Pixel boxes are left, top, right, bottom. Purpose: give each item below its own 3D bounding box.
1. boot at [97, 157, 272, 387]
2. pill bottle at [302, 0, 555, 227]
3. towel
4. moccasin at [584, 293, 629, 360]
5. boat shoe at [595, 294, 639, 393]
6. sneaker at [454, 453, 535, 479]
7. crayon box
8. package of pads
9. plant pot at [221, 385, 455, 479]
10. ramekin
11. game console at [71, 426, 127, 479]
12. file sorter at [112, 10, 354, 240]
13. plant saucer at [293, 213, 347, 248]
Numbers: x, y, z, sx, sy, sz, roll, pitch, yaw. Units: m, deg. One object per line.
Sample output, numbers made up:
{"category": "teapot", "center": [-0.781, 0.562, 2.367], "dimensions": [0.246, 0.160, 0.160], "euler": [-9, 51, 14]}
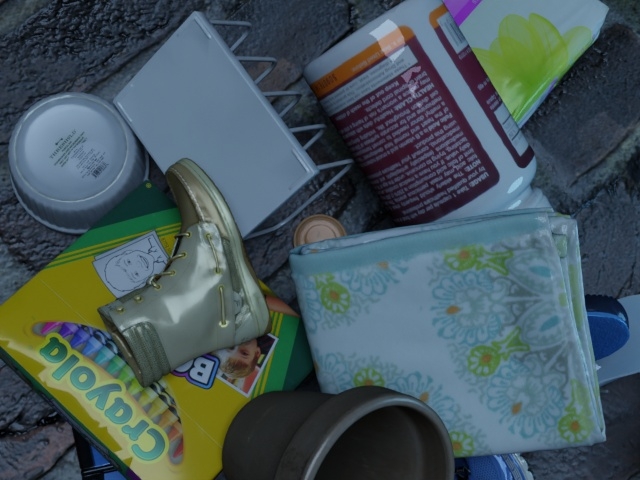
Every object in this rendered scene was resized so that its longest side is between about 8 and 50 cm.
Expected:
{"category": "boot", "center": [-0.201, 0.040, 1.292], "dimensions": [0.203, 0.095, 0.262], "euler": [-24, 94, -20]}
{"category": "pill bottle", "center": [0.166, -0.137, 1.410], "dimensions": [0.224, 0.224, 0.392], "euler": [-34, 98, -12]}
{"category": "towel", "center": [0.165, 0.133, 1.284], "dimensions": [0.375, 0.090, 0.320], "euler": [-9, 103, 19]}
{"category": "moccasin", "center": [0.253, 0.112, 1.381], "dimensions": [0.342, 0.137, 0.116], "euler": [-8, 40, 20]}
{"category": "boat shoe", "center": [0.381, 0.183, 1.450], "dimensions": [0.306, 0.105, 0.113], "euler": [-37, 87, -6]}
{"category": "sneaker", "center": [0.232, 0.385, 1.375], "dimensions": [0.147, 0.130, 0.330], "euler": [-23, 80, -13]}
{"category": "crayon box", "center": [-0.223, 0.146, 1.366], "dimensions": [0.363, 0.106, 0.313], "euler": [41, 63, 6]}
{"category": "package of pads", "center": [0.286, -0.316, 1.557], "dimensions": [0.229, 0.101, 0.296], "euler": [39, 77, 5]}
{"category": "plant pot", "center": [-0.003, 0.290, 1.231], "dimensions": [0.263, 0.229, 0.263], "euler": [-10, 106, -41]}
{"category": "ramekin", "center": [-0.358, -0.120, 1.447], "dimensions": [0.207, 0.109, 0.207], "euler": [1, 76, -5]}
{"category": "game console", "center": [-0.265, 0.304, 1.365], "dimensions": [0.144, 0.085, 0.124], "euler": [-11, 38, -7]}
{"category": "file sorter", "center": [-0.117, -0.158, 1.420], "dimensions": [0.193, 0.173, 0.277], "euler": [-40, 82, 27]}
{"category": "plant saucer", "center": [0.000, 0.000, 1.501], "dimensions": [0.084, 0.013, 0.083], "euler": [1, 76, -5]}
